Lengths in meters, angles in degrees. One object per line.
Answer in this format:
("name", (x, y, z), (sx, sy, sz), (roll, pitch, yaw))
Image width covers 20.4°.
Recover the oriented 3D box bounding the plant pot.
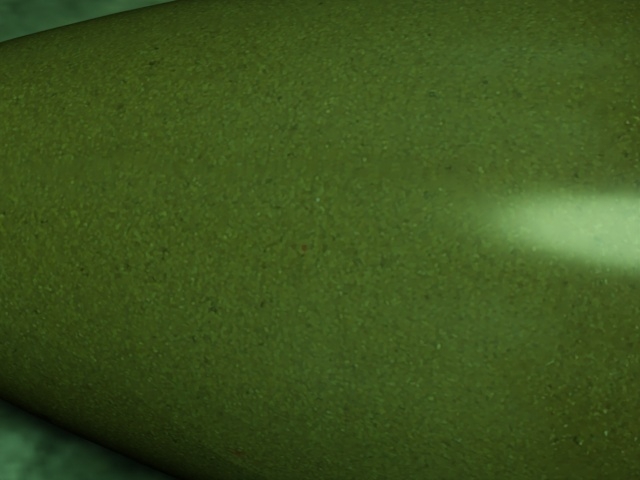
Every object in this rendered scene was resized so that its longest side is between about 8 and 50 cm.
("plant pot", (0.000, 0.000, 0.632), (0.254, 0.237, 0.237), (7, 68, 0))
